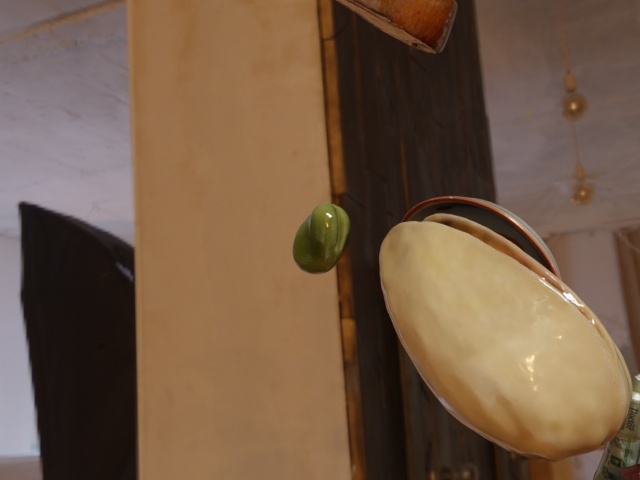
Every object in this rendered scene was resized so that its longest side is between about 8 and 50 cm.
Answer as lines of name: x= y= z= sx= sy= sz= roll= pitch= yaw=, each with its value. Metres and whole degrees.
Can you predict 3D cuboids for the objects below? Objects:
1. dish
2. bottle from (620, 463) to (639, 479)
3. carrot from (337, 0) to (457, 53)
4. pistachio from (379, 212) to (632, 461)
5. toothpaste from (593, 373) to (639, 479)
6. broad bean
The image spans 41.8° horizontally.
dish: x=0.231 y=0.037 z=1.146 sx=0.085 sy=0.260 sz=0.260 roll=-38 pitch=11 yaw=-36
bottle: x=0.508 y=0.292 z=1.080 sx=0.245 sy=0.104 sz=0.104 roll=-24 pitch=-22 yaw=37
carrot: x=0.108 y=-0.447 z=1.560 sx=0.307 sy=0.100 sz=0.258 roll=30 pitch=8 yaw=34
pistachio: x=0.188 y=0.096 z=0.903 sx=0.193 sy=0.318 sz=0.214 roll=-23 pitch=-27 yaw=-38
toothpaste: x=0.439 y=0.283 z=1.205 sx=0.041 sy=0.218 sz=0.064 roll=-22 pitch=36 yaw=-38
broad bean: x=0.000 y=0.000 z=0.884 sx=0.045 sy=0.063 sz=0.083 roll=-3 pitch=-45 yaw=-45
